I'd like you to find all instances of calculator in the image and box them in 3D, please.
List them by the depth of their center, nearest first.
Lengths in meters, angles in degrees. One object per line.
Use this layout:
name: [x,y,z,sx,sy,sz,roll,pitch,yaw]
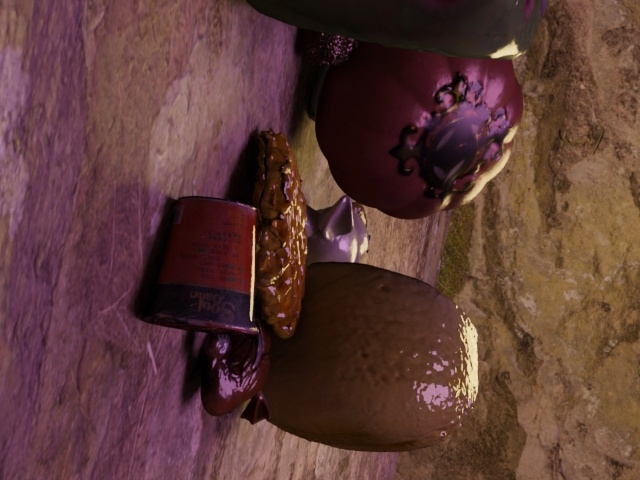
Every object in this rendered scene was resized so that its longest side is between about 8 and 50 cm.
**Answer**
calculator: [0.017,-0.234,1.923,0.095,0.021,0.153,88,20,-50]

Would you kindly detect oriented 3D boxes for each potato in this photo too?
potato: [0.057,-0.027,2.262,0.092,0.045,0.047,89,-17,-55]

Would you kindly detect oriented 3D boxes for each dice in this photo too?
dice: [0.103,-0.380,1.458,0.318,0.322,0.330,-32,132,-72]

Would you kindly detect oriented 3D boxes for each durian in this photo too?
durian: [0.007,-0.269,1.749,0.091,0.080,0.080,60,21,-5]

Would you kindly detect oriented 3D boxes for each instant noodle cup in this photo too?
instant noodle cup: [-0.119,0.028,1.414,0.127,0.127,0.136,41,54,-76]

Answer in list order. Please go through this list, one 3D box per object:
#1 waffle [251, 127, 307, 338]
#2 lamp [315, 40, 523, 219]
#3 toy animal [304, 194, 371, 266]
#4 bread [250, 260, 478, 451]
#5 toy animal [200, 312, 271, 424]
waffle: [-0.050,-0.005,1.683,0.254,0.052,0.245,76,14,-64]
lamp: [0.130,-0.183,1.873,0.239,0.305,0.305,-131,-139,-51]
toy animal: [0.002,0.001,1.914,0.221,0.103,0.131,24,80,-77]
bread: [0.055,0.180,1.850,0.320,0.320,0.237,79,27,-61]
toy animal: [-0.103,0.134,1.656,0.179,0.089,0.188,83,21,-46]
